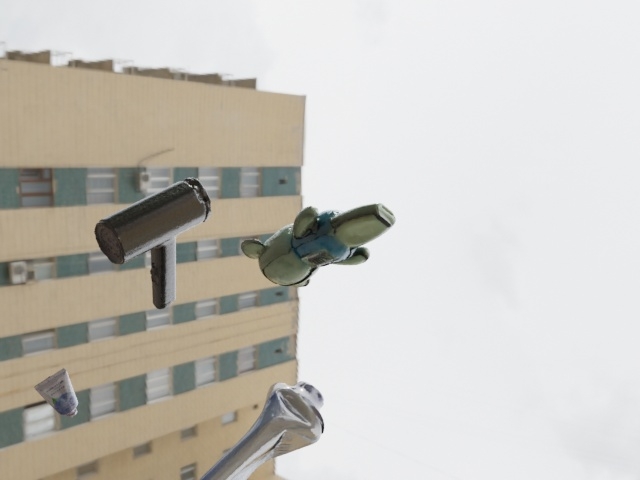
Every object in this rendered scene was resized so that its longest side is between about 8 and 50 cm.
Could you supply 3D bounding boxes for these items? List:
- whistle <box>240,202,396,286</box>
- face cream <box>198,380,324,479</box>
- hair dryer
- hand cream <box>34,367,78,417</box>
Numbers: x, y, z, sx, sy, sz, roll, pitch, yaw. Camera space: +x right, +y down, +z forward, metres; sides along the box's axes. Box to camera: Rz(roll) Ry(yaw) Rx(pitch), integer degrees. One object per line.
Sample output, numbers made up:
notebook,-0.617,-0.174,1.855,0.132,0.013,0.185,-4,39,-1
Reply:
whistle,0.000,0.000,0.849,0.235,0.114,0.077,-26,-145,44
face cream,-0.148,0.422,1.236,0.137,0.420,0.235,40,-30,15
hair dryer,-0.295,0.029,1.238,0.089,0.197,0.251,30,-46,30
hand cream,-0.664,0.399,1.725,0.053,0.084,0.142,29,-38,41
